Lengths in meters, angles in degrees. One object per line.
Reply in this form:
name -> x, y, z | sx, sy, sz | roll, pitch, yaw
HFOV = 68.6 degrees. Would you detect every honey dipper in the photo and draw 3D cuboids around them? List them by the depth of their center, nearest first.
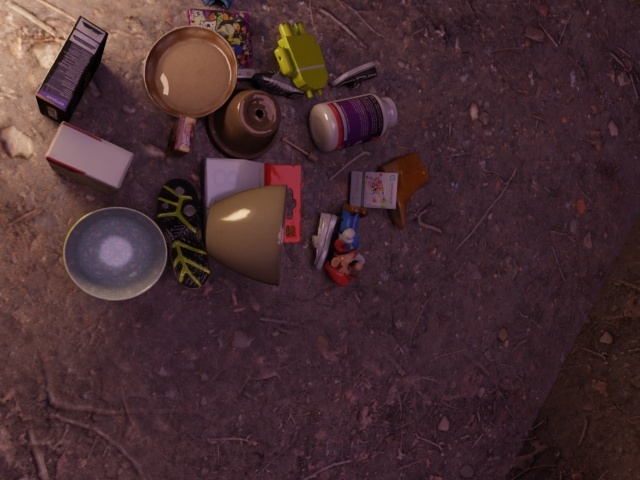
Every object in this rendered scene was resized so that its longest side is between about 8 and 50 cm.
honey dipper -> -0.080, -0.351, 1.796 | 0.160, 0.030, 0.030 | 30, 81, -22

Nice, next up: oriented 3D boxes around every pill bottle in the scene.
pill bottle -> 0.130, -0.459, 1.805 | 0.323, 0.181, 0.181 | -18, 101, -23

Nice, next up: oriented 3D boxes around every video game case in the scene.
video game case -> -0.343, -0.680, 1.641 | 0.210, 0.042, 0.232 | -8, 97, -25

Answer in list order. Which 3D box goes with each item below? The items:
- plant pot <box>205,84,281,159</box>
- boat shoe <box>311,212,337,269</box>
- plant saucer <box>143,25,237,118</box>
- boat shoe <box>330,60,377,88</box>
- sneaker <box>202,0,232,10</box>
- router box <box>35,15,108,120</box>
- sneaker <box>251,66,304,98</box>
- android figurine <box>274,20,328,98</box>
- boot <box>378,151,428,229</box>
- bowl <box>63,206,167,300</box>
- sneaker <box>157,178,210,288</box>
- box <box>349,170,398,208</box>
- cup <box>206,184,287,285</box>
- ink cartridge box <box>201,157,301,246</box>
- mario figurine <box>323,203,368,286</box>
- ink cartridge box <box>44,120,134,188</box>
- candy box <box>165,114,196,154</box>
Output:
plant pot -> -0.242, -0.410, 1.605 | 0.263, 0.229, 0.263 | -2, 96, -25
boat shoe -> 0.000, 0.000, 1.842 | 0.075, 0.083, 0.226 | 17, 80, -3
plant saucer -> -0.422, -0.548, 1.549 | 0.310, 0.050, 0.311 | 0, 86, 3
boat shoe -> 0.138, -0.640, 1.854 | 0.219, 0.078, 0.070 | -31, 105, -22
sneaker -> -0.398, -0.850, 1.589 | 0.209, 0.069, 0.082 | 13, 92, -26
router box -> -0.706, -0.466, 1.334 | 0.081, 0.309, 0.243 | 28, 81, -28
sneaker -> -0.158, -0.604, 1.707 | 0.228, 0.086, 0.132 | 2, 84, -47
android figurine -> -0.062, -0.658, 1.720 | 0.248, 0.056, 0.273 | -36, 108, -47
boot -> 0.376, -0.213, 1.983 | 0.211, 0.104, 0.295 | -20, 98, -23
bowl -> -0.643, 0.035, 1.482 | 0.289, 0.156, 0.289 | -2, 95, -25
sneaker -> -0.470, -0.019, 1.581 | 0.145, 0.147, 0.385 | -5, 78, -23
box -> 0.213, -0.202, 1.893 | 0.186, 0.038, 0.145 | 4, 93, 5
cup -> -0.237, -0.025, 1.520 | 0.237, 0.331, 0.331 | 4, 92, -4
ink cartridge box -> -0.234, -0.133, 1.704 | 0.385, 0.091, 0.308 | -1, 94, -24
mario figurine -> 0.130, 0.028, 1.835 | 0.198, 0.170, 0.321 | 9, 96, -30
ink cartridge box -> -0.678, -0.230, 1.386 | 0.197, 0.273, 0.114 | 25, 79, -25
candy box -> -0.457, -0.334, 1.529 | 0.053, 0.186, 0.109 | 12, 89, -25
